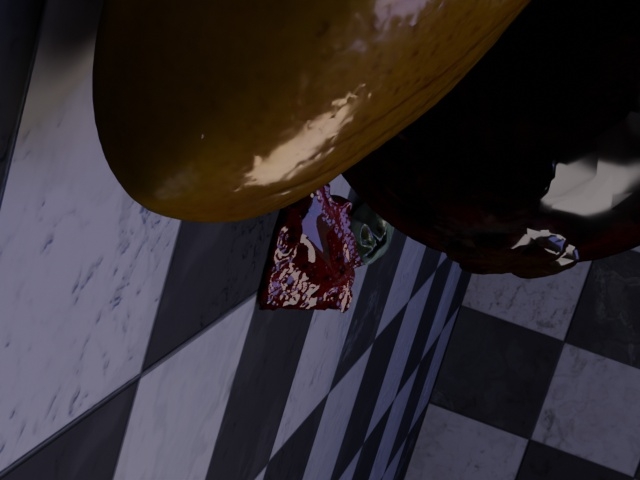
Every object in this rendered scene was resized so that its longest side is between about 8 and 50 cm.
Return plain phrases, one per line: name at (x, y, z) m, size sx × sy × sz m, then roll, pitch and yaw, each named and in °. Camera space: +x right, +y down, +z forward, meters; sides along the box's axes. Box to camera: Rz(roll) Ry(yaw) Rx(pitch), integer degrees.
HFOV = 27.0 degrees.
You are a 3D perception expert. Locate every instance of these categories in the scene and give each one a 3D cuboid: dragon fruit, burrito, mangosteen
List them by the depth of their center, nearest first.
mangosteen at (0.150, -0.153, 0.931) m, size 0.306 × 0.306 × 0.359 m, roll 68°, pitch 31°, yaw -74°
dragon fruit at (0.003, 0.002, 1.077) m, size 0.097 × 0.063 × 0.131 m, roll -46°, pitch 153°, yaw -66°
burrito at (0.052, -0.011, 1.346) m, size 0.118 × 0.044 × 0.074 m, roll -21°, pitch 127°, yaw -78°

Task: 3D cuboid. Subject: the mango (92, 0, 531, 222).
mango at (0.016, -0.151, 0.592) m, size 0.350 × 0.201 × 0.199 m, roll -52°, pitch 141°, yaw -28°
